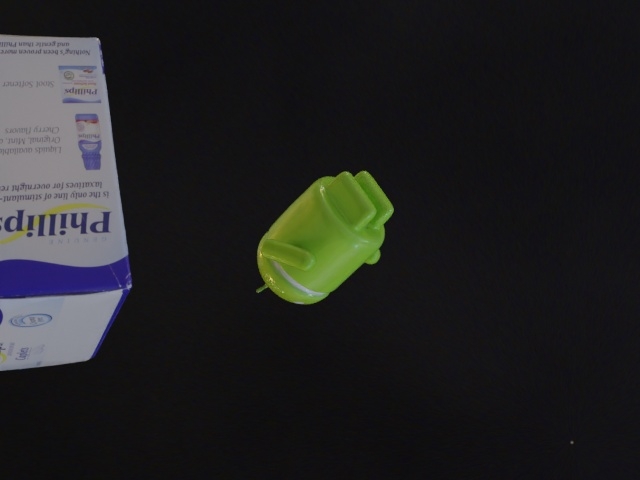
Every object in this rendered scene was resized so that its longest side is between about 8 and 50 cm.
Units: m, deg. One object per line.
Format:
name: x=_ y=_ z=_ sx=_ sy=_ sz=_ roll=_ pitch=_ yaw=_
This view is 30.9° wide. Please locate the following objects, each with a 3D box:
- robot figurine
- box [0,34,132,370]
robot figurine: x=0.000 y=0.000 z=0.842 sx=0.115 sy=0.101 sz=0.067 roll=-44 pitch=-108 yaw=28
box: x=-0.149 y=-0.016 z=0.593 sx=0.072 sy=0.126 sz=0.137 roll=-3 pitch=-110 yaw=-20
